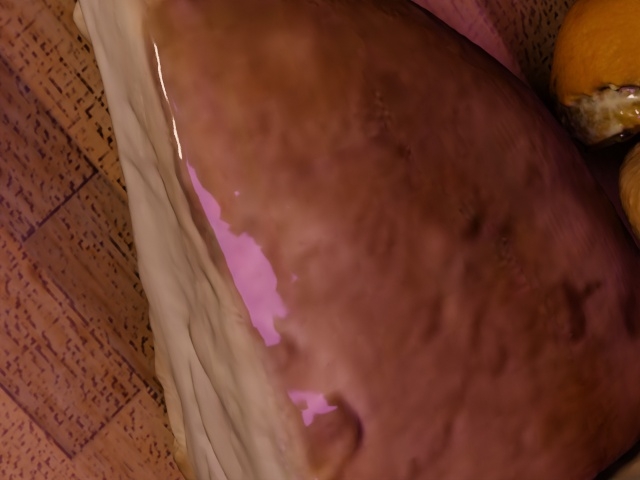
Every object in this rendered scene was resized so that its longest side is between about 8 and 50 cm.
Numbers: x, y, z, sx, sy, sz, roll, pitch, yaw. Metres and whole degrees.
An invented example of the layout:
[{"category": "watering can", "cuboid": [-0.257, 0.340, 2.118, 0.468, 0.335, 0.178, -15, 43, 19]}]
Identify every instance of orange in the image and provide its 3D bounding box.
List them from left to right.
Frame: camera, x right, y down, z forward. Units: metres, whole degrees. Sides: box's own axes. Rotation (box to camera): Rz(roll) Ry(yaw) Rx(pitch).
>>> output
[{"category": "orange", "cuboid": [0.215, -0.127, 1.175, 0.170, 0.160, 0.112, -8, 78, -67]}]

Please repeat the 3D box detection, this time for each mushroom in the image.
[{"category": "mushroom", "cuboid": [0.031, -0.031, 1.043, 0.314, 0.224, 0.397, -25, 114, -19]}]

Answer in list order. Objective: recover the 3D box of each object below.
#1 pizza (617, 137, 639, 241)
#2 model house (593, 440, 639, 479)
[{"category": "pizza", "cuboid": [0.295, -0.044, 1.186, 0.365, 0.182, 0.073, -16, 109, -51]}, {"category": "model house", "cuboid": [0.353, 0.234, 1.256, 0.400, 0.395, 0.445, -38, 103, -33]}]
